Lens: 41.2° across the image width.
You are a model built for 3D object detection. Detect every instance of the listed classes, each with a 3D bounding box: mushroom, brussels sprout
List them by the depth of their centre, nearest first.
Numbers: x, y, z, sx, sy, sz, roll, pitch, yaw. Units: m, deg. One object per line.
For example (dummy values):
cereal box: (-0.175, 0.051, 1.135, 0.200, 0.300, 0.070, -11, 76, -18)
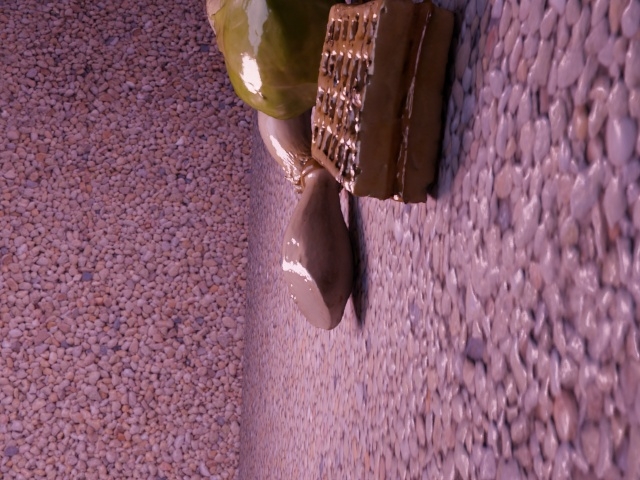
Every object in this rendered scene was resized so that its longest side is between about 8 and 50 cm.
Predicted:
mushroom: (0.000, 0.000, 1.500, 0.128, 0.128, 0.350, 109, 167, -56)
brussels sprout: (-0.060, -0.376, 1.574, 0.328, 0.247, 0.328, 174, 90, -72)
mushroom: (-0.061, -0.281, 1.888, 0.126, 0.177, 0.397, -29, 46, 35)

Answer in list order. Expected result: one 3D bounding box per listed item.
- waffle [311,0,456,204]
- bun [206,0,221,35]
waffle: (0.076, -0.208, 1.186, 0.376, 0.114, 0.261, -123, 41, -74)
bun: (-0.152, -0.543, 2.223, 0.326, 0.234, 0.362, 60, -179, 30)
